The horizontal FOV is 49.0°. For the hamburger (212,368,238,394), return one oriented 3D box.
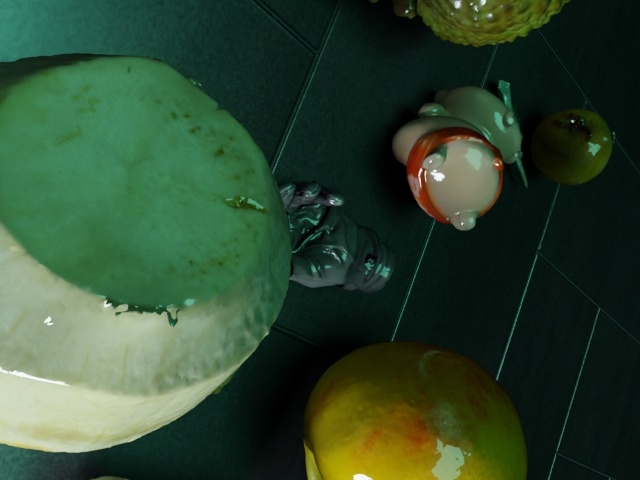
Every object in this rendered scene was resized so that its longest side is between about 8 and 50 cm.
[{"bbox_3d":[-0.125,0.129,0.800,0.083,0.044,0.076,-50,129,-24],"label":"hamburger"}]

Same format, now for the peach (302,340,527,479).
[{"bbox_3d":[0.128,0.263,0.904,0.307,0.289,0.289,-13,107,-22],"label":"peach"}]

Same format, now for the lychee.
[{"bbox_3d":[0.208,-0.379,0.894,0.320,0.270,0.270,-41,132,12],"label":"lychee"}]

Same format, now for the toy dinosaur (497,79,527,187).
[{"bbox_3d":[0.328,-0.184,1.198,0.187,0.044,0.106,38,55,-40],"label":"toy dinosaur"}]

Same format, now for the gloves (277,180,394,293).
[{"bbox_3d":[-0.006,0.002,0.850,0.285,0.119,0.142,41,57,-55],"label":"gloves"}]

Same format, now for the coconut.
[{"bbox_3d":[-0.185,0.012,0.563,0.323,0.323,0.323,-9,103,-43],"label":"coconut"}]

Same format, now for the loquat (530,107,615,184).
[{"bbox_3d":[0.443,-0.164,1.235,0.141,0.141,0.141,-9,103,-43],"label":"loquat"}]

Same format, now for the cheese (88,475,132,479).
[{"bbox_3d":[-0.175,0.370,0.702,0.251,0.173,0.248,44,58,-40],"label":"cheese"}]

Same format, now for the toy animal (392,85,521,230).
[{"bbox_3d":[0.196,-0.118,1.003,0.198,0.171,0.171,-53,129,-34],"label":"toy animal"}]
